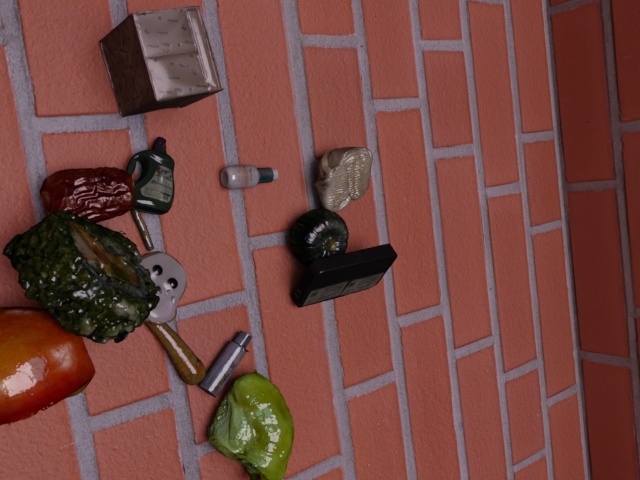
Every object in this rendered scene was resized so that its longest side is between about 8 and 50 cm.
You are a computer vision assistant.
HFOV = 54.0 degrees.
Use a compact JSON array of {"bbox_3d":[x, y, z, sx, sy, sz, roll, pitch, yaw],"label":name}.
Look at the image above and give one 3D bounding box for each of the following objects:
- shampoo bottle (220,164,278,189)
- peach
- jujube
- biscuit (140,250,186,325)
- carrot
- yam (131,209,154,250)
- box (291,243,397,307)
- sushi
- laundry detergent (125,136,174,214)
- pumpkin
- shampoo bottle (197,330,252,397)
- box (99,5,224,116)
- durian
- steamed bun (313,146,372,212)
[{"bbox_3d":[-0.215,-0.200,1.959,0.192,0.074,0.074,-7,95,-35],"label":"shampoo bottle"},{"bbox_3d":[-0.742,0.286,1.460,0.380,0.306,0.242,-12,105,-30],"label":"peach"},{"bbox_3d":[-0.598,-0.113,1.622,0.230,0.155,0.155,-10,97,-19],"label":"jujube"},{"bbox_3d":[-0.465,0.128,1.777,0.181,0.049,0.208,32,63,-26],"label":"biscuit"},{"bbox_3d":[-0.435,0.295,1.816,0.078,0.078,0.298,-43,109,-27],"label":"carrot"},{"bbox_3d":[-0.522,-0.078,1.769,0.029,0.027,0.234,-38,112,-50],"label":"yam"},{"bbox_3d":[0.082,0.117,2.104,0.350,0.211,0.058,-12,58,-36],"label":"box"},{"bbox_3d":[-0.562,0.098,1.541,0.178,0.294,0.352,-39,150,7],"label":"sushi"},{"bbox_3d":[-0.476,-0.190,1.763,0.144,0.078,0.221,12,73,-35],"label":"laundry detergent"},{"bbox_3d":[-0.001,-0.002,2.066,0.212,0.152,0.211,-3,96,-31],"label":"pumpkin"},{"bbox_3d":[-0.285,0.373,1.920,0.072,0.072,0.214,46,66,-27],"label":"shampoo bottle"},{"bbox_3d":[-0.430,-0.467,1.666,0.190,0.297,0.225,-21,103,-34],"label":"box"},{"bbox_3d":[-0.198,0.575,1.905,0.256,0.204,0.339,25,75,-21],"label":"durian"},{"bbox_3d":[0.060,-0.223,2.118,0.211,0.144,0.218,-27,136,-24],"label":"steamed bun"}]
